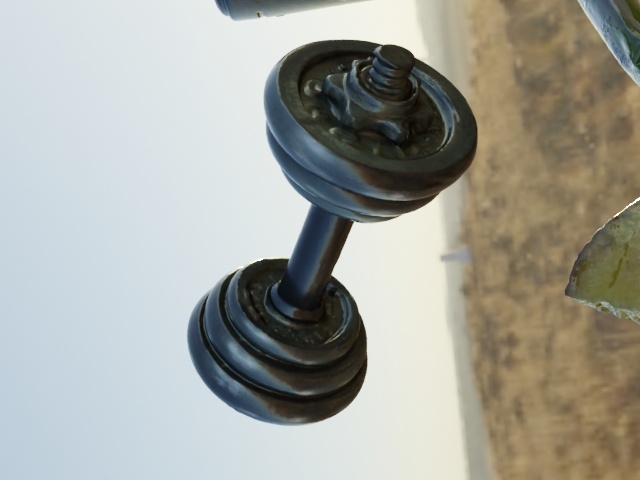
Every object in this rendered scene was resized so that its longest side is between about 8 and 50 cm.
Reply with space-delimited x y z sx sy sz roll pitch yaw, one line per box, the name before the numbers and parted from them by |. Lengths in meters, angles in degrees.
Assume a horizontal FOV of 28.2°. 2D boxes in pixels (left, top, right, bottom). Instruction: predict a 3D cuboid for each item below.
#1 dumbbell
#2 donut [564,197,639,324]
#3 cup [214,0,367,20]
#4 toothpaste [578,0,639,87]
dumbbell | 0.000 0.000 1.104 0.179 0.179 0.406 -89 17 -47
donut | 0.345 0.027 0.953 0.112 0.295 0.151 33 102 59
cup | 0.009 -0.314 1.236 0.255 0.256 0.179 -75 -26 -82
toothpaste | 0.225 -0.189 0.999 0.078 0.046 0.248 45 -161 -54
